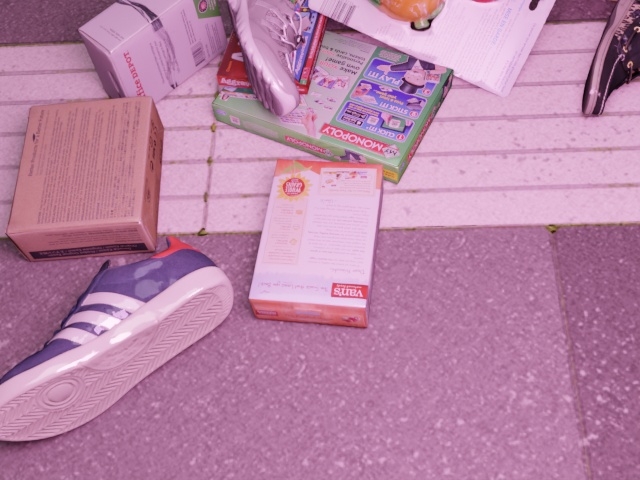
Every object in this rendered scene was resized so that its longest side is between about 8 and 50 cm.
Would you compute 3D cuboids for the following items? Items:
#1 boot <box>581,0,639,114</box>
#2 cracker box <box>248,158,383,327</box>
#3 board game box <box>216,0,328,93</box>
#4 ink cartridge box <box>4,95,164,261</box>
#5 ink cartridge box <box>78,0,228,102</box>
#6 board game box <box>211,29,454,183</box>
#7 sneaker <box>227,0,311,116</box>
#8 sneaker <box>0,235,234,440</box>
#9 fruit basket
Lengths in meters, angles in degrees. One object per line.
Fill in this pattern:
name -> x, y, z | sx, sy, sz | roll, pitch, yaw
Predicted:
boot -> 0.508, -0.267, 1.241 | 0.179, 0.085, 0.236 | 21, 62, 14
cracker box -> 0.000, 0.000, 1.131 | 0.156, 0.067, 0.232 | 5, 58, 9
board game box -> -0.062, -0.356, 1.326 | 0.145, 0.027, 0.281 | 7, 59, 11
ink cartridge box -> -0.338, -0.093, 1.205 | 0.194, 0.088, 0.234 | -4, 59, 4
ink cartridge box -> -0.260, -0.320, 1.300 | 0.087, 0.153, 0.208 | 37, 67, 24
board game box -> 0.020, -0.229, 1.282 | 0.318, 0.046, 0.213 | 22, 63, 17
sneaker -> -0.066, -0.308, 1.217 | 0.115, 0.105, 0.281 | -15, 59, -4
sneaker -> -0.290, 0.117, 1.061 | 0.350, 0.131, 0.148 | -31, 54, -20
fruit basket -> 0.203, -0.443, 1.283 | 0.353, 0.165, 0.326 | 24, 98, -2
